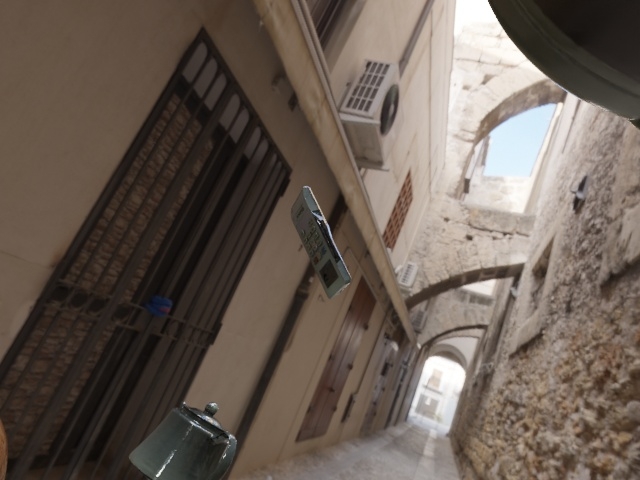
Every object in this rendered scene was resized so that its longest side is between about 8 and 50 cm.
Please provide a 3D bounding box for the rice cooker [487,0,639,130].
[{"bbox_3d":[0.275,-0.241,0.220,0.336,0.335,0.325,23,-11,1],"label":"rice cooker"}]

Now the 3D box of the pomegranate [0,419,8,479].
[{"bbox_3d":[-0.527,0.281,0.506,0.252,0.270,0.229,-3,-28,-5],"label":"pomegranate"}]

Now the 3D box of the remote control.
[{"bbox_3d":[0.000,0.000,0.624,0.029,0.166,0.065,-12,-24,-31],"label":"remote control"}]

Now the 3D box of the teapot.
[{"bbox_3d":[-0.232,0.374,0.773,0.239,0.149,0.162,-2,-42,52],"label":"teapot"}]
